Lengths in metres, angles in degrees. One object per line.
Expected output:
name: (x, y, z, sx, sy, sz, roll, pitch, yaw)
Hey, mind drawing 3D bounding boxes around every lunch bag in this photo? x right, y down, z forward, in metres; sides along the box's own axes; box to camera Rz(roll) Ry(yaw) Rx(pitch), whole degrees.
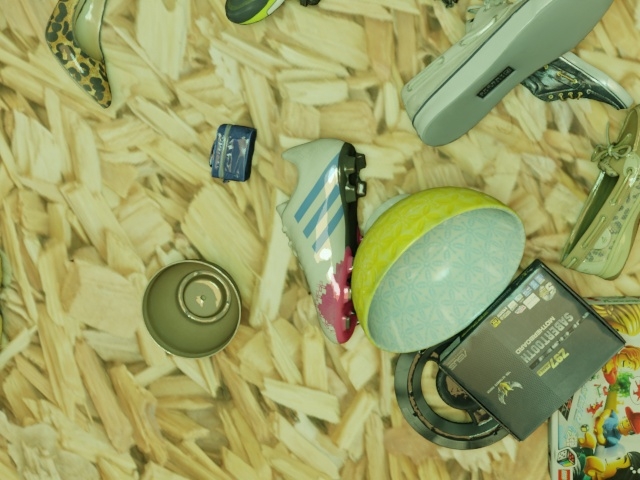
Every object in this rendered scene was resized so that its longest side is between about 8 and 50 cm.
lunch bag: (-0.145, -0.139, 1.386, 0.065, 0.067, 0.098, 11, 101, 4)

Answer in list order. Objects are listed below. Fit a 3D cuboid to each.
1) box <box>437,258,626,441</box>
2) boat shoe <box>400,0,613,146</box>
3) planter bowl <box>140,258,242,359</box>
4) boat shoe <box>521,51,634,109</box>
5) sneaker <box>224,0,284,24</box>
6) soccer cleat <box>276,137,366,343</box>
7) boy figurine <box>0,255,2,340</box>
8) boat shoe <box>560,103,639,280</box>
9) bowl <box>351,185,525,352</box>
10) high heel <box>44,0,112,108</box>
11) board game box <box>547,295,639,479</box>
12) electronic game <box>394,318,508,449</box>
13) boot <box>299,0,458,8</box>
box: (0.329, 0.173, 1.349, 0.183, 0.059, 0.232, 43, 102, -1)
boat shoe: (0.263, -0.312, 1.286, 0.367, 0.136, 0.156, -43, 57, 26)
planter bowl: (-0.202, 0.102, 1.408, 0.162, 0.109, 0.162, 1, 99, 4)
boat shoe: (0.388, -0.238, 1.329, 0.183, 0.065, 0.083, 36, 101, 6)
sneaker: (-0.084, -0.466, 1.271, 0.121, 0.111, 0.299, 6, 121, -40)
soccer cleat: (0.000, 0.000, 1.386, 0.143, 0.116, 0.331, 3, 97, 21)
boy figurine: (-0.619, 0.144, 1.463, 0.177, 0.092, 0.285, 38, 103, 1)
boat shoe: (0.454, -0.079, 1.325, 0.089, 0.104, 0.285, 13, 101, 0)
bowl: (0.153, 0.018, 1.324, 0.289, 0.289, 0.156, -46, 51, 10)
high heel: (-0.345, -0.358, 1.355, 0.186, 0.093, 0.261, -28, 89, 12)
board game box: (0.472, 0.245, 1.400, 0.193, 0.053, 0.305, -2, 99, 6)
electronic game: (0.237, 0.235, 1.422, 0.229, 0.048, 0.229, 0, 95, 3)
boot: (0.114, -0.426, 1.309, 0.229, 0.091, 0.263, 32, 104, -5)
